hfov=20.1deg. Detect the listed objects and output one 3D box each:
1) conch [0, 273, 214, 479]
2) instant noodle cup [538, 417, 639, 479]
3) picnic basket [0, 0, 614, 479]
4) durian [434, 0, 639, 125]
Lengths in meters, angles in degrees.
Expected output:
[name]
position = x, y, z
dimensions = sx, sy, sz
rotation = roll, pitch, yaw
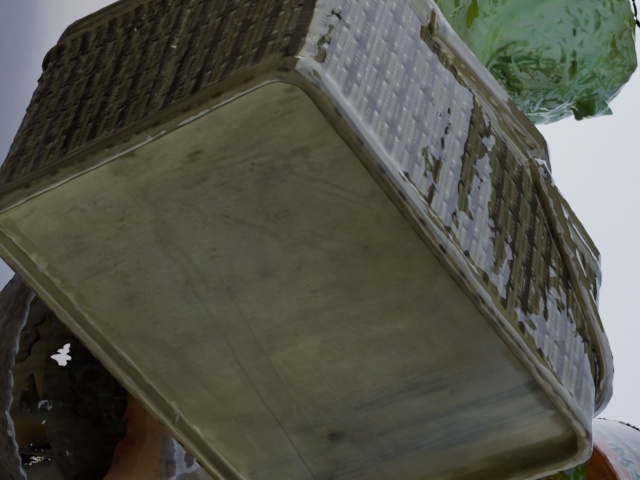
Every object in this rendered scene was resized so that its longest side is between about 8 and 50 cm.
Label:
[conch]
position = -0.206, 0.125, 1.544
dimensions = 0.297, 0.210, 0.352
rotation = -30, 108, -55
[instant noodle cup]
position = 0.232, 0.261, 1.698
dimensions = 0.230, 0.182, 0.230
rotation = 0, -89, 38
[picnic basket]
position = 0.000, 0.000, 1.003
dimensions = 0.228, 0.313, 0.175
rotation = -23, -148, 28
[durian]
position = 0.112, -0.185, 1.385
dimensions = 0.256, 0.340, 0.204
rotation = 40, -51, 51
